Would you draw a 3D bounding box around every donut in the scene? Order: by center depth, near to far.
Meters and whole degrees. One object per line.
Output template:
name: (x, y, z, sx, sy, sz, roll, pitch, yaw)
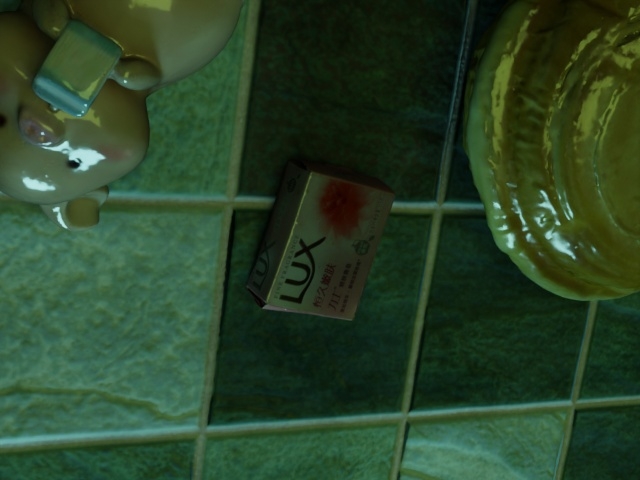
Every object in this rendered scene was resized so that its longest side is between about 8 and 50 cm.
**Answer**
donut: (0.351, -0.142, 1.220, 0.449, 0.198, 0.448, -10, 113, -26)

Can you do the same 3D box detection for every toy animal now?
toy animal: (-0.189, -0.145, 0.924, 0.195, 0.213, 0.256, 39, 84, -17)

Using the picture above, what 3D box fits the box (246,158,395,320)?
box: (0.000, 0.000, 1.162, 0.111, 0.060, 0.156, 12, 99, -29)
